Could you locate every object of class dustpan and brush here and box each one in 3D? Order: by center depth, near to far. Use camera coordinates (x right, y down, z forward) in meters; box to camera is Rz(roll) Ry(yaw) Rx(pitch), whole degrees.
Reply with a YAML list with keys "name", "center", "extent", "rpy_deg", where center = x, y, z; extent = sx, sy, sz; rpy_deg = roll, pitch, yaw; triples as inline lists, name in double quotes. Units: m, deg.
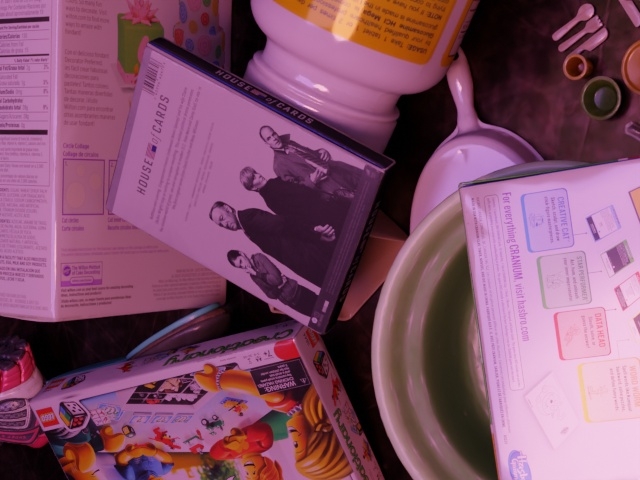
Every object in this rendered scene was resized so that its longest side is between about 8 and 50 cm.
- name: "dustpan and brush"
  center: [0.135, -0.073, 1.370]
  extent: [0.147, 0.060, 0.211]
  rpy_deg: [-14, 89, 23]

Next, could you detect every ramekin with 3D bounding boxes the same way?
- name: "ramekin"
  center: [0.207, 0.089, 1.231]
  extent: [0.303, 0.148, 0.303]
  rpy_deg: [0, 90, 24]

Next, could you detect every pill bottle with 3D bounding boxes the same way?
- name: "pill bottle"
  center: [0.053, -0.248, 1.335]
  extent: [0.188, 0.188, 0.334]
  rpy_deg: [34, 110, 30]

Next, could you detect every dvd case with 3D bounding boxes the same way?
- name: "dvd case"
  center: [-0.067, -0.047, 1.342]
  extent: [0.239, 0.029, 0.179]
  rpy_deg: [30, 125, 15]

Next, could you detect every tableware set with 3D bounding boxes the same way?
- name: "tableware set"
  center: [0.264, -0.174, 1.287]
  extent: [0.154, 0.024, 0.104]
  rpy_deg: [-37, 71, 30]

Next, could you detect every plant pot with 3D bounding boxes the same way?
- name: "plant pot"
  center: [0.000, 0.000, 1.438]
  extent: [0.109, 0.109, 0.096]
  rpy_deg: [-50, 53, 26]

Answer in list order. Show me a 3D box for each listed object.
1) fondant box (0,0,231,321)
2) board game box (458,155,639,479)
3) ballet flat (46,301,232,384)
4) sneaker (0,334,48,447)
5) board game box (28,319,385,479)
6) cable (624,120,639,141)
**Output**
- name: "fondant box"
  center: [-0.197, -0.095, 1.488]
  extent: [0.096, 0.238, 0.330]
  rpy_deg: [5, 94, 37]
- name: "board game box"
  center: [0.269, 0.055, 1.085]
  extent: [0.317, 0.064, 0.242]
  rpy_deg: [-8, 87, 23]
- name: "ballet flat"
  center: [-0.171, 0.145, 1.575]
  extent: [0.280, 0.095, 0.096]
  rpy_deg: [-26, 86, 44]
- name: "sneaker"
  center: [-0.412, 0.191, 1.733]
  extent: [0.299, 0.121, 0.112]
  rpy_deg: [-9, 116, 43]
- name: "board game box"
  center: [-0.109, 0.195, 1.479]
  extent: [0.305, 0.053, 0.193]
  rpy_deg: [-16, 108, 27]
- name: "cable"
  center: [0.363, -0.030, 1.131]
  extent: [0.139, 0.072, 0.287]
  rpy_deg: [-43, 80, 10]
